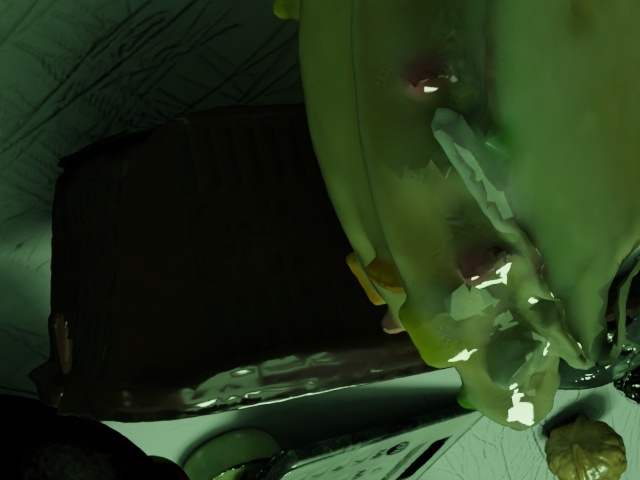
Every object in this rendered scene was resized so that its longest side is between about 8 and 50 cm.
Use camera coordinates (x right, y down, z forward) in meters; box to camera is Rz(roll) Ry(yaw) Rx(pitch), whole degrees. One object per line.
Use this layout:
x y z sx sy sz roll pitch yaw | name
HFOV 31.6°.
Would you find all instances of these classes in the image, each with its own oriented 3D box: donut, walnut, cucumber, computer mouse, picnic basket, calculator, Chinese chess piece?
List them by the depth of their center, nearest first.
0.143 -0.114 0.473 0.371 0.150 0.307 -19 108 -32 | donut
0.000 0.000 0.587 0.296 0.129 0.222 -7 180 -28 | picnic basket
-0.069 0.185 0.900 0.084 0.034 0.084 -19 145 -14 | Chinese chess piece
0.025 0.202 0.967 0.261 0.021 0.161 -6 143 -45 | calculator
0.260 0.079 0.976 0.192 0.062 0.106 -28 146 0 | computer mouse
0.347 0.147 1.139 0.181 0.053 0.053 17 125 -44 | cucumber
0.269 0.217 1.147 0.079 0.083 0.096 -10 154 23 | walnut

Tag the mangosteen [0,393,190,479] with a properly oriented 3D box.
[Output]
-0.193 0.215 0.692 0.275 0.275 0.302 -34 -178 7 | mangosteen
